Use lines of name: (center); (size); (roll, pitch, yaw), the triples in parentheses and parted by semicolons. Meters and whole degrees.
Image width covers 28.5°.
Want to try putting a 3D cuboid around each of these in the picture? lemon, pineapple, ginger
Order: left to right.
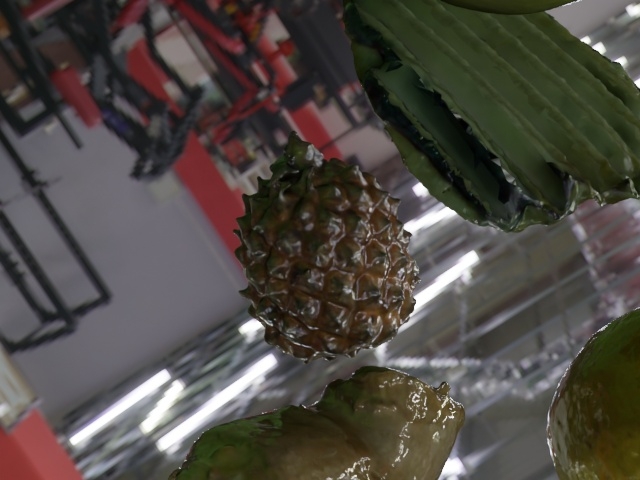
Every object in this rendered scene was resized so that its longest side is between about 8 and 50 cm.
ginger: (-0.005, 0.183, 0.980); (0.267, 0.152, 0.138); (-23, -158, -32)
pineapple: (0.000, 0.000, 1.071); (0.166, 0.193, 0.166); (-12, -168, 3)
lemon: (0.405, 0.216, 1.484); (0.316, 0.285, 0.285); (-50, 180, 21)

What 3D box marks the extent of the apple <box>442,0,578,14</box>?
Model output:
apple: (0.184, -0.373, 1.114); (0.357, 0.357, 0.357); (-33, -174, 4)

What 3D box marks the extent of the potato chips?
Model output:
potato chips: (0.187, -0.180, 1.368); (0.358, 0.429, 0.070); (-24, 152, -39)
